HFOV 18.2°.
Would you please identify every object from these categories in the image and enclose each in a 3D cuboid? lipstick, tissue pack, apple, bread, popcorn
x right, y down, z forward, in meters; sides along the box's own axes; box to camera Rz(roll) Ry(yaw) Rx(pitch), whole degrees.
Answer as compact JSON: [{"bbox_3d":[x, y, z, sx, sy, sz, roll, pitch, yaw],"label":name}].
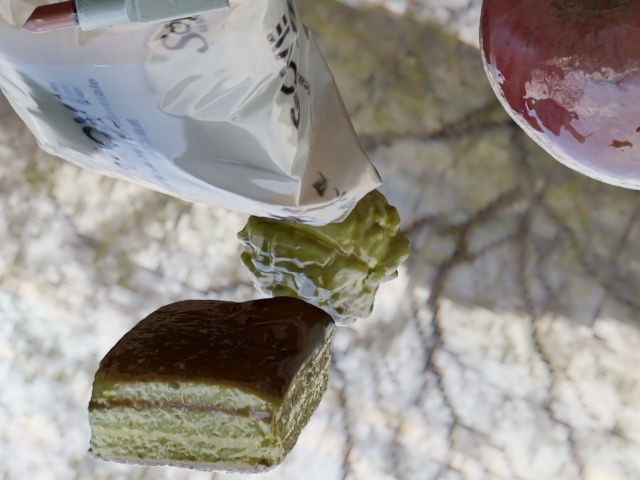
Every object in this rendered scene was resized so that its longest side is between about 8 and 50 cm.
[{"bbox_3d":[-0.122,-0.146,1.233,0.129,0.030,0.030,-11,-170,-1],"label":"lipstick"},{"bbox_3d":[-0.159,-0.181,1.800,0.390,0.195,0.375,13,149,29],"label":"tissue pack"},{"bbox_3d":[0.324,-0.200,1.779,0.345,0.345,0.269,29,178,42],"label":"apple"},{"bbox_3d":[-0.094,0.124,1.830,0.184,0.110,0.234,4,-163,10],"label":"bread"},{"bbox_3d":[-0.003,0.009,1.975,0.173,0.142,0.173,1,150,1],"label":"popcorn"}]
